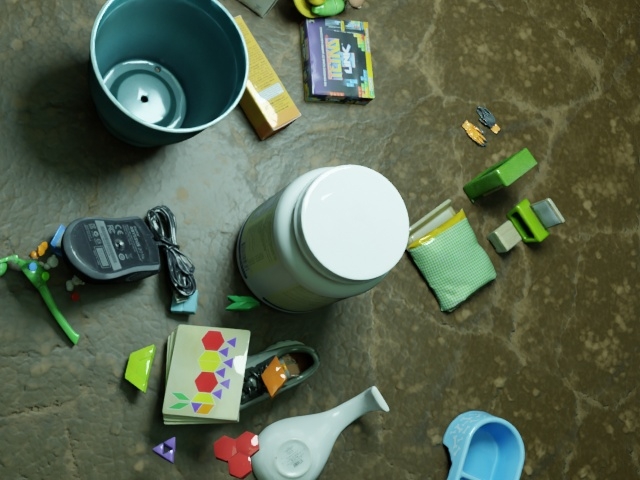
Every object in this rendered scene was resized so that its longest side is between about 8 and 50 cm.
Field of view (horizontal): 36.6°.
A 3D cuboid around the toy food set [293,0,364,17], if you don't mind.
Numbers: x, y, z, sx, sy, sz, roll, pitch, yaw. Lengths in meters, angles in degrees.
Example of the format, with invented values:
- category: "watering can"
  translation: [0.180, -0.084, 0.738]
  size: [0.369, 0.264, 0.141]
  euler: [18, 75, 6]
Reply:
- category: "toy food set"
  translation: [0.039, -0.517, 1.962]
  size: [0.218, 0.071, 0.128]
  euler: [-22, 122, -45]

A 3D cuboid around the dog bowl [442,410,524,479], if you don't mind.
- category: "dog bowl"
  translation: [0.312, 0.483, 1.924]
  size: [0.166, 0.074, 0.297]
  euler: [26, 70, -15]

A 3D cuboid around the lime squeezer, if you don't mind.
- category: "lime squeezer"
  translation: [-0.550, 0.072, 1.680]
  size: [0.310, 0.059, 0.110]
  euler: [23, 101, -18]

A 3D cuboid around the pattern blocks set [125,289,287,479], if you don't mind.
- category: "pattern blocks set"
  translation: [-0.204, 0.243, 1.726]
  size: [0.285, 0.026, 0.325]
  euler: [12, 65, 9]

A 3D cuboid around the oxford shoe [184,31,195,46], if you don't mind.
- category: "oxford shoe"
  translation: [-0.281, -0.467, 1.861]
  size: [0.096, 0.083, 0.227]
  euler: [-43, 81, -11]

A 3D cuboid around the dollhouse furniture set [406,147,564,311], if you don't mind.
- category: "dollhouse furniture set"
  translation: [0.341, -0.018, 1.999]
  size: [0.301, 0.151, 0.197]
  euler: [-36, 93, -24]

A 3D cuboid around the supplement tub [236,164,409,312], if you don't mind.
- category: "supplement tub"
  translation: [0.000, 0.000, 1.761]
  size: [0.235, 0.325, 0.235]
  euler: [5, 77, -22]

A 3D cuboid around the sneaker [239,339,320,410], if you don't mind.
- category: "sneaker"
  translation: [-0.123, 0.251, 1.777]
  size: [0.271, 0.108, 0.100]
  euler: [-22, 90, -23]

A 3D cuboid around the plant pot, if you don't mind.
- category: "plant pot"
  translation: [-0.297, -0.289, 1.739]
  size: [0.272, 0.255, 0.271]
  euler: [5, 77, -22]

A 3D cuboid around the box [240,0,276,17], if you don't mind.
- category: "box"
  translation: [-0.101, -0.599, 1.957]
  size: [0.149, 0.127, 0.232]
  euler: [34, 68, -13]

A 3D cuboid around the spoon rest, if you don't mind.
- category: "spoon rest"
  translation: [-0.003, 0.371, 1.827]
  size: [0.276, 0.084, 0.137]
  euler: [-31, 90, -12]

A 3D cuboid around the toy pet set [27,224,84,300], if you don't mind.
- category: "toy pet set"
  translation: [-0.465, 0.030, 1.701]
  size: [0.122, 0.065, 0.114]
  euler: [48, 54, -44]

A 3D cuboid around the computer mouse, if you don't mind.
- category: "computer mouse"
  translation: [-0.354, 0.028, 1.714]
  size: [0.272, 0.072, 0.188]
  euler: [1, 64, -51]

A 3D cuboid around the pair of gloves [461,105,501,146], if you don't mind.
- category: "pair of gloves"
  translation: [0.355, -0.251, 2.133]
  size: [0.074, 0.010, 0.083]
  euler: [48, 65, -7]

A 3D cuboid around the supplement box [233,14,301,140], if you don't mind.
- category: "supplement box"
  translation: [-0.136, -0.320, 1.910]
  size: [0.080, 0.078, 0.233]
  euler: [-34, 93, -25]

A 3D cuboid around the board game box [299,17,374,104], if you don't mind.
- category: "board game box"
  translation: [0.034, -0.372, 2.007]
  size: [0.141, 0.048, 0.170]
  euler: [0, 79, -24]
